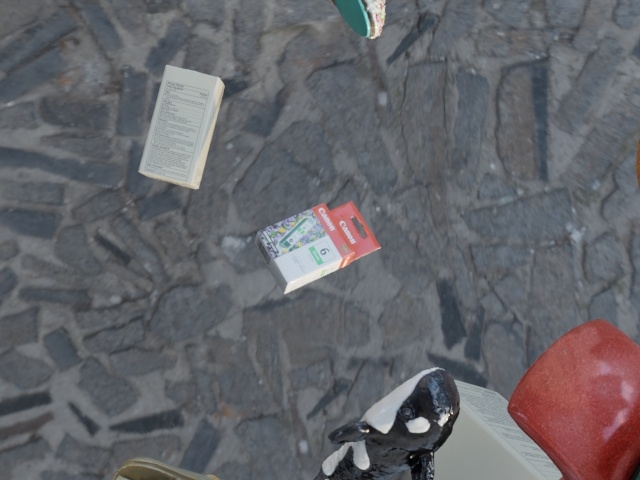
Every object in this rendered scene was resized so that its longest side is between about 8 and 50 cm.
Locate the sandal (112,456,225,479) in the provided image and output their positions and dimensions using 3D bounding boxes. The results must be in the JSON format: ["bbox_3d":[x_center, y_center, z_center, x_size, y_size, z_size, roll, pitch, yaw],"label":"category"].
[{"bbox_3d":[-0.110,0.245,0.864,0.180,0.049,0.072,34,101,-19],"label":"sandal"}]

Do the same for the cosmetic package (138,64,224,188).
[{"bbox_3d":[-0.142,-0.116,0.964,0.060,0.041,0.115,15,88,4],"label":"cosmetic package"}]

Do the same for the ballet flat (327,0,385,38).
[{"bbox_3d":[0.040,-0.357,1.284,0.077,0.241,0.091,-23,137,-15],"label":"ballet flat"}]

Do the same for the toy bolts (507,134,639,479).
[{"bbox_3d":[0.202,0.048,0.379,0.228,0.158,0.218,-43,130,-11],"label":"toy bolts"}]

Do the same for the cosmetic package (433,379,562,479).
[{"bbox_3d":[0.244,0.303,1.157,0.160,0.309,0.113,20,104,-38],"label":"cosmetic package"}]

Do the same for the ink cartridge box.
[{"bbox_3d":[0.000,0.000,0.922,0.115,0.029,0.063,-24,71,-21],"label":"ink cartridge box"}]

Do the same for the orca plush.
[{"bbox_3d":[0.076,0.249,1.047,0.287,0.151,0.102,-43,63,35],"label":"orca plush"}]
